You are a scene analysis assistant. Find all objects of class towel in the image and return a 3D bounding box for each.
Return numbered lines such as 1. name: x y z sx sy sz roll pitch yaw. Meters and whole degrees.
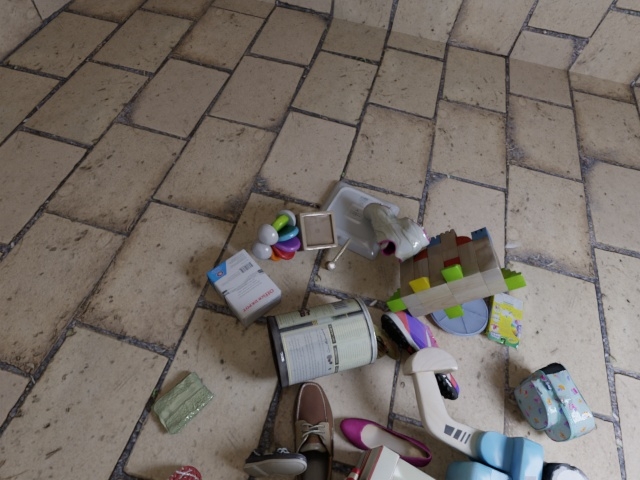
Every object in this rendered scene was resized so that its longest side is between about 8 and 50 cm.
1. towel: -0.383 0.451 1.141 0.110 0.027 0.148 42 62 19

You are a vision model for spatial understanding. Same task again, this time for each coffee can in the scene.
1. coffee can: -0.001 0.288 1.181 0.275 0.202 0.202 -10 59 -12

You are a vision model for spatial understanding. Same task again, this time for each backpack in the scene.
1. backpack: 0.656 0.465 1.154 0.144 0.166 0.189 -18 57 -15

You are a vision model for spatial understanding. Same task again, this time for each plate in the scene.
1. plate: 0.131 -0.094 1.538 0.277 0.045 0.278 25 58 11

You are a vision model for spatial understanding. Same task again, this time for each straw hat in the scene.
1. straw hat: 0.173 0.328 1.250 0.061 0.144 0.144 -45 64 16

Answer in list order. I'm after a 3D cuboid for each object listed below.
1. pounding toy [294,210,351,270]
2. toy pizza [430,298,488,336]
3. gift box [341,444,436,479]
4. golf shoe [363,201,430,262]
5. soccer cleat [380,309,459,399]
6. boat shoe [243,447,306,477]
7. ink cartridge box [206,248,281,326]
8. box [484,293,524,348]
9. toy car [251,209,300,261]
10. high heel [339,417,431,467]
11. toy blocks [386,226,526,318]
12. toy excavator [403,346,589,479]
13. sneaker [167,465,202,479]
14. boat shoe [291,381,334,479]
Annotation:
1. pounding toy: 0.009 0.005 1.432 0.180 0.094 0.206 -6 88 -22
2. toy pizza: 0.456 0.230 1.365 0.201 0.032 0.201 3 53 -4
3. gift box: 0.148 0.648 0.933 0.258 0.255 0.276 29 55 10
4. golf shoe: 0.221 -0.033 1.377 0.140 0.115 0.306 -46 37 -5
5. soccer cleat: 0.322 0.329 1.249 0.116 0.109 0.318 -26 61 -25
6. boat shoe: -0.112 0.544 1.026 0.075 0.206 0.065 48 36 -21
7. ink cartridge box: -0.243 0.152 1.314 0.148 0.086 0.203 -34 67 -24
8. box: 0.608 0.264 1.354 0.105 0.043 0.179 21 55 7
9. toy car: -0.133 -0.002 1.374 0.136 0.182 0.159 37 43 9
10. high heel: 0.170 0.532 1.089 0.244 0.117 0.082 26 58 11
11. toy blocks: 0.400 0.077 1.279 0.381 0.191 0.261 -22 30 25
12. toy excavator: 0.388 0.533 1.010 0.444 0.222 0.433 22 63 3
13. sneaker: -0.371 0.651 0.978 0.088 0.093 0.225 38 42 -3
14. boat shoe: -0.014 0.530 1.072 0.123 0.116 0.325 -2 57 -7
